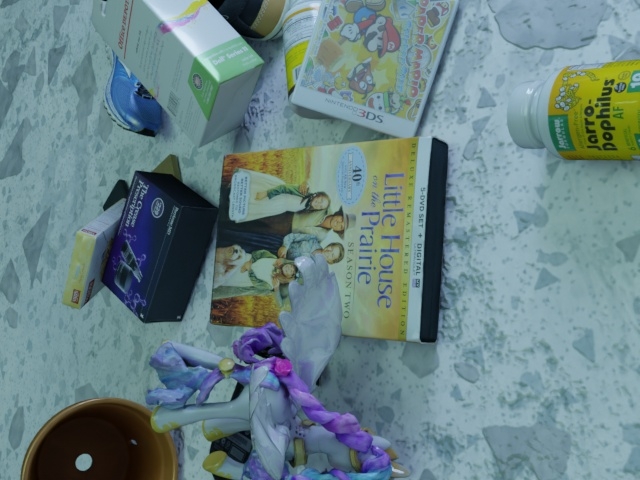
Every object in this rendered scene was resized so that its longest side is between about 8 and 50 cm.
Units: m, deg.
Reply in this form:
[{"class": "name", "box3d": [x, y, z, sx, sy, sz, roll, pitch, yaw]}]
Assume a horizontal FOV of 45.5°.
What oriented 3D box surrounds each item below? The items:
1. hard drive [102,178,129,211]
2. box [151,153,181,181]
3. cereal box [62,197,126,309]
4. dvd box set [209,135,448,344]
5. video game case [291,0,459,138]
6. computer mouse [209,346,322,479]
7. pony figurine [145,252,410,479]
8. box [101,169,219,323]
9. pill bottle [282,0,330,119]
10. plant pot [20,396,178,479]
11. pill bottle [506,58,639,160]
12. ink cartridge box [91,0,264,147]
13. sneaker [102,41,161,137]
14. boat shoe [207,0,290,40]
[{"class": "hard drive", "box3d": [-0.473, -0.068, 1.811, 0.094, 0.022, 0.135, -53, 49, 25]}, {"class": "box", "box3d": [-0.353, -0.065, 1.688, 0.164, 0.021, 0.201, -36, 57, 36]}, {"class": "cereal box", "box3d": [-0.470, 0.024, 1.645, 0.240, 0.047, 0.173, -68, -3, -68]}, {"class": "dvd box set", "box3d": [0.000, 0.000, 1.231, 0.420, 0.062, 0.308, 1, 84, 37]}, {"class": "video game case", "box3d": [0.083, -0.293, 1.197, 0.206, 0.026, 0.227, 19, 97, 8]}, {"class": "computer mouse", "box3d": [-0.098, 0.301, 1.320, 0.188, 0.072, 0.272, 24, 87, 46]}, {"class": "pony figurine", "box3d": [-0.073, 0.230, 1.098, 0.363, 0.351, 0.303, 0, 39, 27]}, {"class": "box", "box3d": [-0.334, 0.013, 1.570, 0.184, 0.103, 0.261, 32, 109, 36]}, {"class": "pill bottle", "box3d": [-0.005, -0.326, 1.313, 0.117, 0.117, 0.215, -21, 67, 42]}, {"class": "plant pot", "box3d": [-0.454, 0.454, 1.517, 0.203, 0.291, 0.291, -15, 71, 60]}, {"class": "pill bottle", "box3d": [0.338, -0.155, 0.922, 0.208, 0.117, 0.118, 8, 87, 46]}, {"class": "ink cartridge box", "box3d": [-0.282, -0.379, 1.460, 0.353, 0.119, 0.207, 48, 147, 10]}, {"class": "sneaker", "box3d": [-0.411, -0.385, 1.739, 0.147, 0.129, 0.330, -35, 58, 39]}, {"class": "boat shoe", "box3d": [-0.247, -0.519, 1.580, 0.500, 0.156, 0.187, 29, 104, 47]}]
